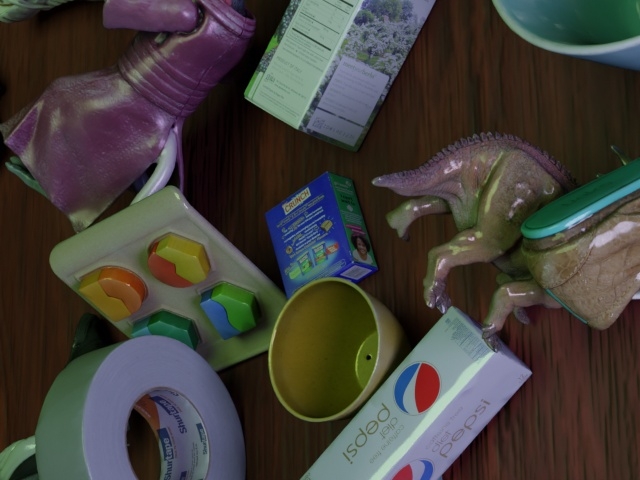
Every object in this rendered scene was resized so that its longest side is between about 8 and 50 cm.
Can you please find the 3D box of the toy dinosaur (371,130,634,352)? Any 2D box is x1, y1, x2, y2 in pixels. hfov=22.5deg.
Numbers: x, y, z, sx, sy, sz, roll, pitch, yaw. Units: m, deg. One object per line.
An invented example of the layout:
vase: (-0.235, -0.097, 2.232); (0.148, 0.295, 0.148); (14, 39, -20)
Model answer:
toy dinosaur: (0.181, -0.021, 1.333); (0.200, 0.296, 0.127); (-46, 23, 20)

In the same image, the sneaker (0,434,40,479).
sneaker: (-0.316, 0.319, 1.759); (0.268, 0.101, 0.153); (-40, 55, 34)

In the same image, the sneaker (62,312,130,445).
sneaker: (-0.235, 0.149, 1.761); (0.170, 0.089, 0.051); (-81, 2, -53)

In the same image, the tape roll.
tape roll: (-0.173, 0.206, 1.577); (0.072, 0.219, 0.219); (-19, 66, 37)

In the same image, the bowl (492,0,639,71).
bowl: (0.303, -0.255, 1.305); (0.312, 0.163, 0.311); (-26, 50, 35)

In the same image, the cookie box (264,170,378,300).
cookie box: (0.000, 0.000, 1.604); (0.092, 0.040, 0.107); (-33, 58, 31)

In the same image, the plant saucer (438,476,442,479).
plant saucer: (0.061, 0.239, 1.496); (0.119, 0.021, 0.119); (-12, 71, 39)

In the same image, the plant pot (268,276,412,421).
plant pot: (0.032, 0.108, 1.508); (0.134, 0.095, 0.134); (-12, 70, 38)

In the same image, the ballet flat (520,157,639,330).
ballet flat: (0.316, -0.043, 1.259); (0.342, 0.124, 0.116); (-34, 15, -12)

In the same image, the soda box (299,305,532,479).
soda box: (0.084, 0.168, 1.438); (0.216, 0.074, 0.069); (-49, 50, 8)

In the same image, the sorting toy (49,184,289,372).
sorting toy: (-0.147, 0.056, 1.624); (0.193, 0.208, 0.038); (-25, 30, 34)

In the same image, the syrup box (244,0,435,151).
syrup box: (0.032, -0.219, 1.602); (0.096, 0.093, 0.236); (34, 101, 42)

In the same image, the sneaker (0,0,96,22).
sneaker: (-0.334, -0.309, 1.957); (0.290, 0.106, 0.123); (32, 106, 52)

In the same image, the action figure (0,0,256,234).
action figure: (-0.169, -0.167, 1.663); (0.370, 0.248, 0.275); (-52, 51, 22)
